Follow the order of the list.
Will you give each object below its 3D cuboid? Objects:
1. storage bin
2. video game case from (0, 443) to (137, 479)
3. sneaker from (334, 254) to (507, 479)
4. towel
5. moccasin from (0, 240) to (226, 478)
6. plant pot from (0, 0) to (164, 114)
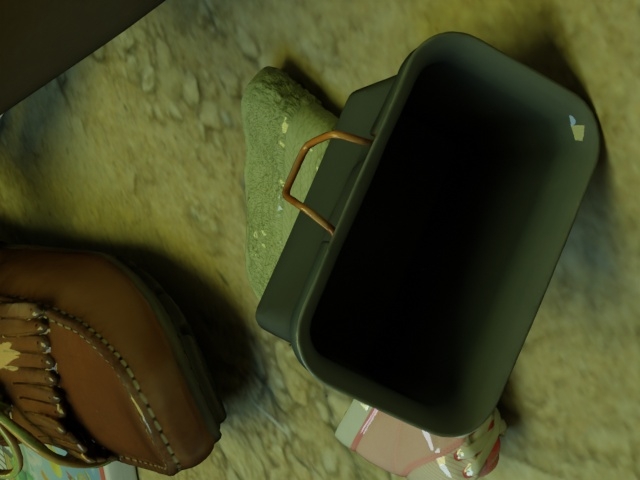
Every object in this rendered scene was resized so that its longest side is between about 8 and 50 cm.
[{"bbox_3d":[0.025,-0.005,0.595,0.098,0.135,0.091,26,171,-21],"label":"storage bin"},{"bbox_3d":[-0.222,0.144,1.209,0.285,0.025,0.204,31,136,44],"label":"video game case"},{"bbox_3d":[0.059,0.060,0.682,0.070,0.051,0.134,35,132,12],"label":"sneaker"},{"bbox_3d":[0.000,0.000,0.746,0.110,0.027,0.148,39,142,35],"label":"towel"},{"bbox_3d":[-0.196,0.071,0.977,0.380,0.147,0.139,19,134,46],"label":"moccasin"},{"bbox_3d":[-0.168,-0.154,0.690,0.263,0.229,0.263,36,140,39],"label":"plant pot"}]
